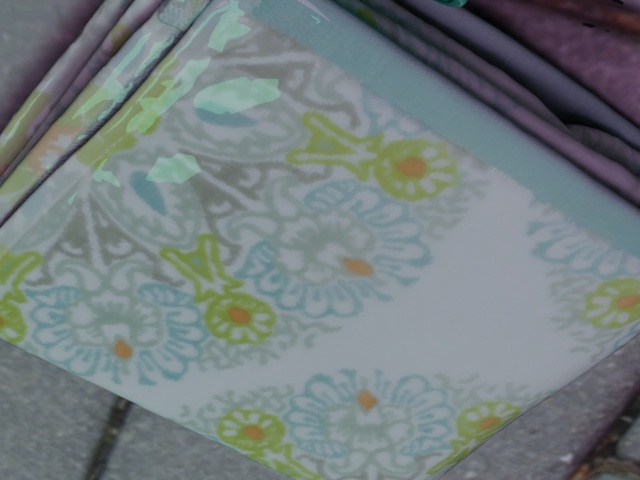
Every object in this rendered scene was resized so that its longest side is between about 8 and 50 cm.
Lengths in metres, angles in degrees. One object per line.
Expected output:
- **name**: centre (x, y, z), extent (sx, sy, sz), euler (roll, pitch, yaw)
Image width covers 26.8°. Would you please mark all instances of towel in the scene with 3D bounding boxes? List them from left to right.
- **towel**: centre (0.000, 0.000, 0.774), extent (0.374, 0.090, 0.320), euler (30, 129, -24)

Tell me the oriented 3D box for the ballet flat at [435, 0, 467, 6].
- **ballet flat**: centre (-0.066, -0.240, 0.548), extent (0.409, 0.147, 0.147), euler (25, 128, -24)
